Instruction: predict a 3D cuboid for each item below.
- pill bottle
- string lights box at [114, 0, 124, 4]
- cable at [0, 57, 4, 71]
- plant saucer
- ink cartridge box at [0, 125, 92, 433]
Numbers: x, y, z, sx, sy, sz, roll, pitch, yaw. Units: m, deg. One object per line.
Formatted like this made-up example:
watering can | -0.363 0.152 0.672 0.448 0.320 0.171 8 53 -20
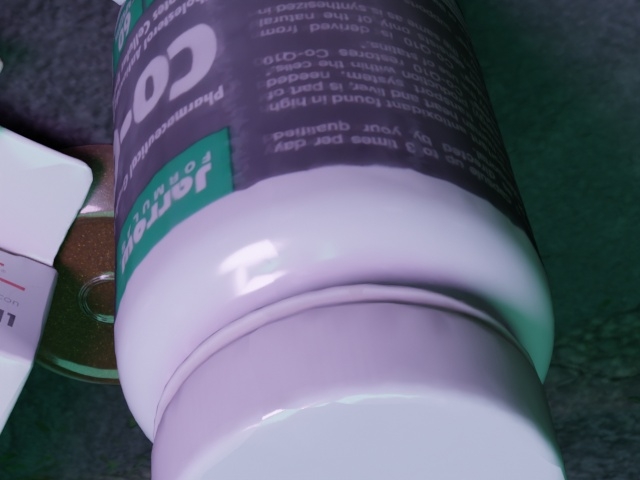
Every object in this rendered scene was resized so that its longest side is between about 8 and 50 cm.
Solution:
pill bottle | 0.000 0.000 0.757 0.204 0.361 0.204 -4 131 -5
string lights box | -0.168 -0.231 0.729 0.259 0.077 0.133 28 149 -21
cable | -0.307 -0.090 0.790 0.287 0.072 0.139 -18 115 -34
plant saucer | -0.134 0.029 0.989 0.198 0.036 0.198 -1 127 -1
ink cartridge box | -0.294 0.084 0.917 0.207 0.119 0.353 23 115 -13
